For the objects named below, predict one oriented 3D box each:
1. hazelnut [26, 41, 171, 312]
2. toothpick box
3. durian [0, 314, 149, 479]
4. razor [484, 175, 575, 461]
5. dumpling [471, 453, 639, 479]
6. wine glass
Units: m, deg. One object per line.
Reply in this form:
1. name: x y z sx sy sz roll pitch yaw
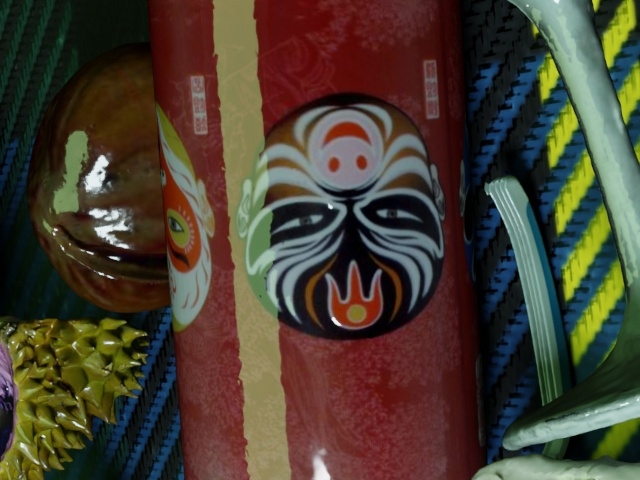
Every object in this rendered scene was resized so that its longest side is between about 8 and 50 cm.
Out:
1. hazelnut: -0.142 -0.051 1.394 0.178 0.178 0.204 51 133 33
2. toothpick box: 0.000 0.000 1.197 0.204 0.204 0.333 6 102 51
3. durian: -0.234 0.123 1.538 0.260 0.186 0.153 -10 101 66
4. razor: 0.135 0.054 1.170 0.068 0.037 0.191 -10 87 56
5. dumpling: 0.217 0.248 1.045 0.318 0.187 0.243 52 174 42
6. wine glass: 0.131 -0.112 0.986 0.267 0.267 0.406 -24 84 51
